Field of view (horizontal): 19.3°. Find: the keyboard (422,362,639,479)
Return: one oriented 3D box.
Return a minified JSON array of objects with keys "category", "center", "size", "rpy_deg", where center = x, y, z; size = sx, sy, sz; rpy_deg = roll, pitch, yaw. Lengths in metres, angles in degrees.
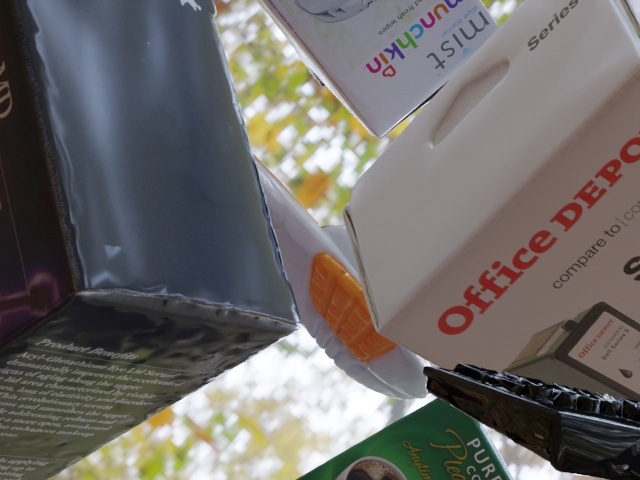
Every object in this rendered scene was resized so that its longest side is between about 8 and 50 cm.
[{"category":"keyboard","center":[0.130,0.053,0.522],"size":[0.100,0.192,0.038],"rpy_deg":[26,-79,58]}]

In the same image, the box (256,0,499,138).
[{"category":"box","center":[-0.019,-0.231,1.361],"size":[0.127,0.262,0.231],"rpy_deg":[-40,-57,3]}]

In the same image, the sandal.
[{"category":"sandal","center":[0.005,-0.002,1.283],"size":[0.265,0.076,0.102],"rpy_deg":[51,-28,-16]}]

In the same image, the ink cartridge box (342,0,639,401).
[{"category":"ink cartridge box","center":[0.179,0.008,0.974],"size":[0.273,0.115,0.198],"rpy_deg":[29,-63,-28]}]

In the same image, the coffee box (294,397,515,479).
[{"category":"coffee box","center":[0.041,0.188,1.230],"size":[0.184,0.040,0.113],"rpy_deg":[-32,-102,5]}]

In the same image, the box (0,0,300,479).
[{"category":"box","center":[-0.128,0.002,0.699],"size":[0.207,0.108,0.153],"rpy_deg":[-34,-119,33]}]
